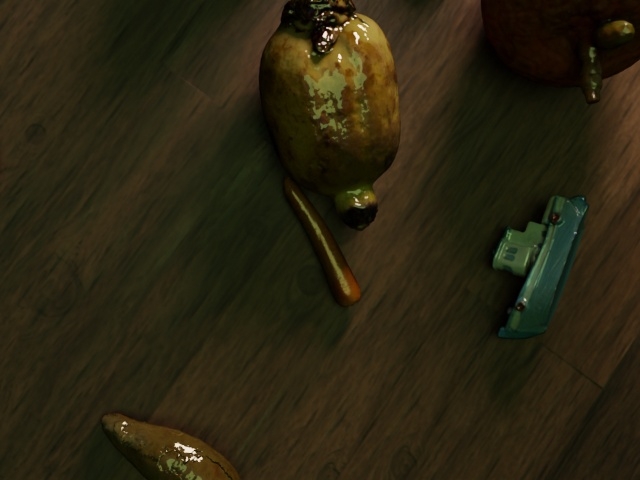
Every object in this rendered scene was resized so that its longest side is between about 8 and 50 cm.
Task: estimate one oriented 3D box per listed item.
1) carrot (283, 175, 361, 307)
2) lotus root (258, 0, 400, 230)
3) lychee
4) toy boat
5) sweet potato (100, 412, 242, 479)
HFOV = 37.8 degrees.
[{"bbox_3d":[0.000,0.000,1.210,0.037,0.037,0.190,-27,93,-10],"label":"carrot"},{"bbox_3d":[0.013,-0.164,1.154,0.169,0.141,0.314,-11,103,-8],"label":"lotus root"},{"bbox_3d":[0.318,-0.308,1.159,0.255,0.255,0.300,20,52,-11],"label":"lychee"},{"bbox_3d":[0.281,0.031,1.252,0.102,0.088,0.215,18,88,23],"label":"toy boat"},{"bbox_3d":[-0.149,0.330,1.156,0.124,0.098,0.310,-28,93,-2],"label":"sweet potato"}]
